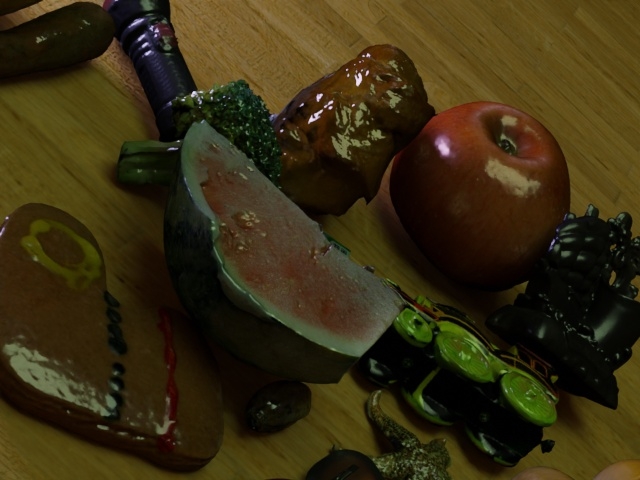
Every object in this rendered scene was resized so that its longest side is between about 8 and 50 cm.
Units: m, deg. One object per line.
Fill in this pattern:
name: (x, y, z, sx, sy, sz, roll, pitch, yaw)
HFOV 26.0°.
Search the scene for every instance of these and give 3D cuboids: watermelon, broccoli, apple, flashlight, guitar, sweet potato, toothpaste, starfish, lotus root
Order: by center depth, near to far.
guitar: (0.086, 0.291, 1.411, 0.233, 0.025, 0.088, 32, 35, 26)
watermelon: (-0.070, 0.023, 1.456, 0.305, 0.224, 0.180, 45, 74, 4)
lotus root: (-0.048, 0.175, 1.457, 0.099, 0.054, 0.049, -17, 75, -54)
starfish: (0.090, 0.252, 1.534, 0.176, 0.053, 0.208, 13, 37, -24)
broccoli: (-0.139, -0.091, 1.581, 0.194, 0.219, 0.194, 3, 56, -4)
sweet potato: (-0.331, -0.226, 1.597, 0.075, 0.075, 0.273, 50, 37, 10)
flashlight: (-0.197, -0.216, 1.712, 0.093, 0.093, 0.232, 4, 50, -44)
toothpaste: (0.000, 0.000, 1.740, 0.083, 0.017, 0.020, 34, 33, -13)
apple: (0.222, -0.068, 1.883, 0.251, 0.206, 0.272, 35, 35, -8)

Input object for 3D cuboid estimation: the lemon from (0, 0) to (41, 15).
lemon: (-0.384, -0.385, 1.540, 0.293, 0.293, 0.293, 28, 36, -23)

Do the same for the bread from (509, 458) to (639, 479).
bread: (0.279, 0.419, 1.416, 0.245, 0.329, 0.424, 0, 37, 9)

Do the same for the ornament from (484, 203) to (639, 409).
ornament: (0.353, 0.060, 1.815, 0.251, 0.106, 0.260, 38, 72, -40)

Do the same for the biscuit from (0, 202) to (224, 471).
biscuit: (-0.210, 0.087, 1.385, 0.277, 0.052, 0.262, 28, 35, -23)

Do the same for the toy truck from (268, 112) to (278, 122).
toy truck: (-0.086, -0.144, 1.787, 0.039, 0.044, 0.083, 25, 31, 12)

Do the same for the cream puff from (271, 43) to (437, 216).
cream puff: (0.025, -0.135, 1.742, 0.155, 0.241, 0.269, 40, 59, -8)

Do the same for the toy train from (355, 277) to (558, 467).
toy train: (0.158, 0.151, 1.668, 0.296, 0.100, 0.160, 35, 27, -12)

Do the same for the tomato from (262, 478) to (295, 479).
tomato: (-0.028, 0.309, 1.305, 0.225, 0.085, 0.225, 25, 38, -21)
